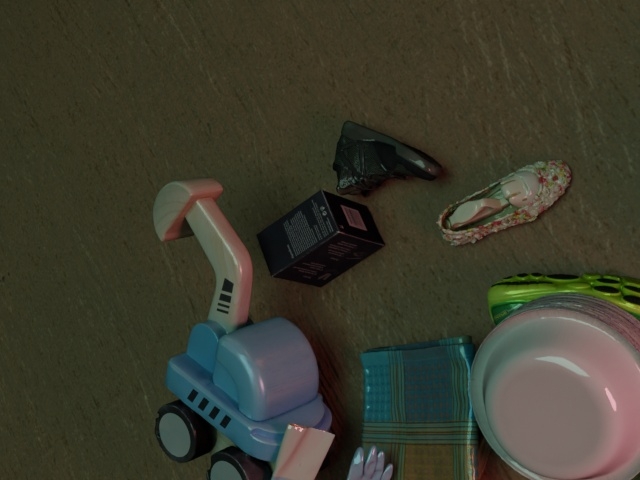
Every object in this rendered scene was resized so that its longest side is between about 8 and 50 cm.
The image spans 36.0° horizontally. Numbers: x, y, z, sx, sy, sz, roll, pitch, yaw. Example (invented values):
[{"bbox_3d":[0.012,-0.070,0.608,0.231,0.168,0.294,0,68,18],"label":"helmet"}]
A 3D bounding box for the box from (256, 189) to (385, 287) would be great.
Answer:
[{"bbox_3d":[0.000,0.000,1.751,0.158,0.156,0.093,-34,64,24],"label":"box"}]

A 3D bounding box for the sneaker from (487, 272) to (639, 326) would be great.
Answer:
[{"bbox_3d":[0.404,0.119,1.515,0.295,0.109,0.124,4,109,30],"label":"sneaker"}]

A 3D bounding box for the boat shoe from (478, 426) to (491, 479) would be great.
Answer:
[{"bbox_3d":[0.260,0.320,1.597,0.056,0.048,0.153,11,81,46],"label":"boat shoe"}]

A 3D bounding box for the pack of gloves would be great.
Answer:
[{"bbox_3d":[0.006,0.426,1.585,0.046,0.195,0.232,-123,50,-72],"label":"pack of gloves"}]

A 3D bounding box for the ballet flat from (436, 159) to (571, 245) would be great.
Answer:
[{"bbox_3d":[0.295,-0.060,1.618,0.241,0.077,0.091,-32,65,24],"label":"ballet flat"}]

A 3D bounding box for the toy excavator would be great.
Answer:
[{"bbox_3d":[-0.143,0.162,1.697,0.432,0.222,0.445,32,118,33],"label":"toy excavator"}]

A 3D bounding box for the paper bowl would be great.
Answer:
[{"bbox_3d":[0.353,0.229,1.425,0.284,0.148,0.285,8,107,29],"label":"paper bowl"}]

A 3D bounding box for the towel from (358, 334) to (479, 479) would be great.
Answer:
[{"bbox_3d":[0.154,0.346,1.597,0.271,0.040,0.371,-17,68,52],"label":"towel"}]

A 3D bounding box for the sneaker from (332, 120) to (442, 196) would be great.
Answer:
[{"bbox_3d":[0.110,-0.121,1.747,0.227,0.087,0.130,25,97,37],"label":"sneaker"}]

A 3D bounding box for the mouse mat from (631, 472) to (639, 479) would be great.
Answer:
[{"bbox_3d":[0.433,0.328,1.500,0.189,0.007,0.153,-22,70,29],"label":"mouse mat"}]
